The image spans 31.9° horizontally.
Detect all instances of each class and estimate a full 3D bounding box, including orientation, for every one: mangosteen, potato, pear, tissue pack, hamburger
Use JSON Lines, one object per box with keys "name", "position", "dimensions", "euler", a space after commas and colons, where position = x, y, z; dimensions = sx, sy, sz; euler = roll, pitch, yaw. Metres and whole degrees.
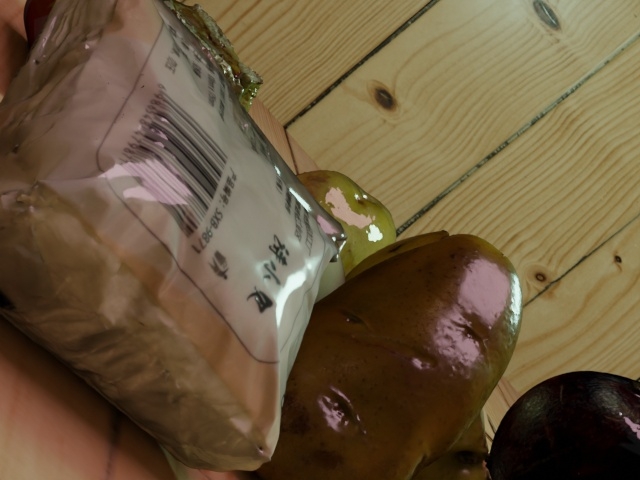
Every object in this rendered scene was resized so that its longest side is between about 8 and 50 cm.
{"name": "mangosteen", "position": [0.350, 0.319, 1.392], "dimensions": [0.330, 0.330, 0.330], "euler": [49, 8, -10]}
{"name": "potato", "position": [0.072, 0.131, 1.169], "dimensions": [0.195, 0.369, 0.176], "euler": [20, -37, 51]}
{"name": "pear", "position": [0.092, 0.160, 1.418], "dimensions": [0.386, 0.191, 0.340], "euler": [-98, -178, -59]}
{"name": "tissue pack", "position": [-0.126, -0.029, 0.980], "dimensions": [0.390, 0.195, 0.375], "euler": [50, 35, -25]}
{"name": "potato", "position": [0.000, 0.000, 1.768], "dimensions": [0.285, 0.242, 0.242], "euler": [45, 10, -19]}
{"name": "hamburger", "position": [-0.217, -0.222, 1.579], "dimensions": [0.132, 0.211, 0.309], "euler": [17, 24, -43]}

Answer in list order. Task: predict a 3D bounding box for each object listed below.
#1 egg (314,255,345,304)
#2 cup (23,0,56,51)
{"name": "egg", "position": [-0.068, 0.038, 1.289], "dimensions": [0.253, 0.188, 0.188], "euler": [38, 15, -50]}
{"name": "cup", "position": [-0.292, -0.244, 1.431], "dimensions": [0.203, 0.203, 0.288], "euler": [45, 3, -35]}
